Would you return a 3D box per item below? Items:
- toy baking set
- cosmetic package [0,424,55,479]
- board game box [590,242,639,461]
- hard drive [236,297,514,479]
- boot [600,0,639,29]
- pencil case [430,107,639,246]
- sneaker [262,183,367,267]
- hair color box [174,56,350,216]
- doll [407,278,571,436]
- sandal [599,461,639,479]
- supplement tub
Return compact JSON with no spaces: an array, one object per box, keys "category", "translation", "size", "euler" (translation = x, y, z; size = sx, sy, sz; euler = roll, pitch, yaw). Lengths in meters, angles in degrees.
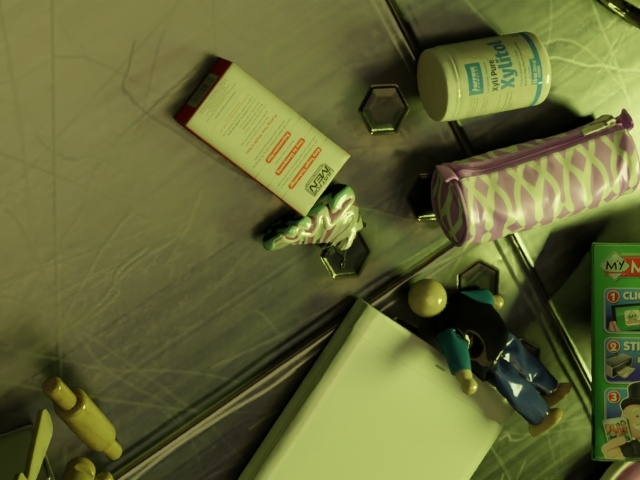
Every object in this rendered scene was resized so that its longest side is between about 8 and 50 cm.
[{"category":"toy baking set","translation":[-0.195,0.213,1.152],"size":[0.030,0.197,0.256],"euler":[-13,145,5]},{"category":"cosmetic package","translation":[-0.267,0.334,1.220],"size":[0.153,0.129,0.296],"euler":[-21,109,-14]},{"category":"board game box","translation":[0.421,0.109,1.349],"size":[0.317,0.046,0.214],"euler":[1,80,9]},{"category":"hard drive","translation":[0.032,0.235,1.356],"size":[0.203,0.040,0.307],"euler":[33,90,-24]},{"category":"boot","translation":[0.313,-0.320,1.298],"size":[0.189,0.076,0.208],"euler":[34,96,-36]},{"category":"pencil case","translation":[0.205,-0.059,1.318],"size":[0.206,0.086,0.088],"euler":[-20,144,-16]},{"category":"sneaker","translation":[0.000,0.000,1.285],"size":[0.098,0.038,0.069],"euler":[-32,111,-10]},{"category":"hair color box","translation":[-0.051,-0.091,1.240],"size":[0.141,0.043,0.072],"euler":[38,88,-23]},{"category":"doll","translation":[0.158,0.105,1.341],"size":[0.189,0.046,0.129],"euler":[43,43,-11]},{"category":"sandal","translation":[0.474,0.332,1.511],"size":[0.416,0.102,0.169],"euler":[28,92,-24]},{"category":"supplement tub","translation":[0.150,-0.150,1.285],"size":[0.107,0.071,0.071],"euler":[-13,107,-18]}]
